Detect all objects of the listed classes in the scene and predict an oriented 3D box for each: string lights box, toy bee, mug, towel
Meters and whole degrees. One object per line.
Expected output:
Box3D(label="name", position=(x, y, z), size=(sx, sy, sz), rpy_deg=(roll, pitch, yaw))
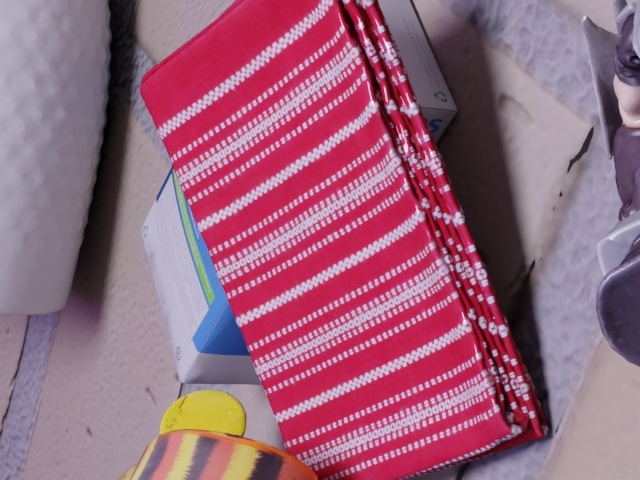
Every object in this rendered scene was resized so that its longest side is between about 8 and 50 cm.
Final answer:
Box3D(label="string lights box", position=(-0.024, -0.039, 0.999), size=(0.259, 0.077, 0.133), rpy_deg=(-58, 39, 41))
Box3D(label="toy bee", position=(-0.114, 0.193, 0.964), size=(0.195, 0.162, 0.298), rpy_deg=(-66, 0, -56))
Box3D(label="mug", position=(-0.306, -0.134, 1.385), size=(0.374, 0.276, 0.328), rpy_deg=(-56, -21, -85))
Box3D(label="towel", position=(0.000, 0.000, 0.878), size=(0.199, 0.031, 0.275), rpy_deg=(-28, 83, 49))

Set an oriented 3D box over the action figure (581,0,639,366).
Box3D(label="action figure", position=(0.152, 0.000, 0.573), size=(0.185, 0.099, 0.285), rpy_deg=(59, -168, -11))
